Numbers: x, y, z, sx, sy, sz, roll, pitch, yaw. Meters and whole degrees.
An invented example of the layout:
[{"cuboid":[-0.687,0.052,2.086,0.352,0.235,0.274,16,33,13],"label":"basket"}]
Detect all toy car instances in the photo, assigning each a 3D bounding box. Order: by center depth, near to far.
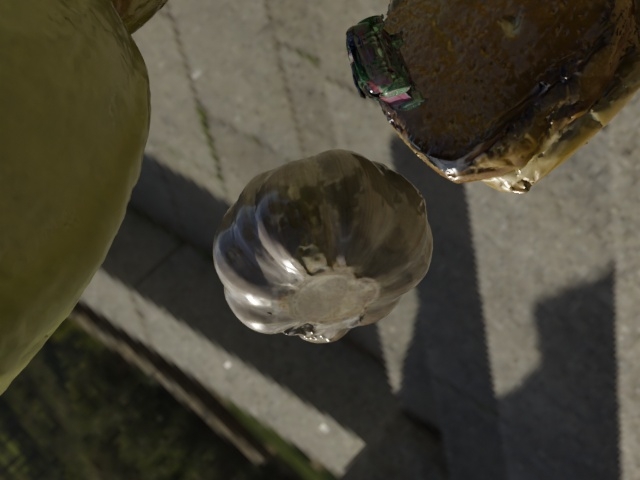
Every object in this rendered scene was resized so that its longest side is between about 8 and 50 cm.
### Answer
[{"cuboid":[0.053,-0.149,1.332,0.142,0.055,0.069,12,-124,-76],"label":"toy car"}]

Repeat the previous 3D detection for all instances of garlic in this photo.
[{"cuboid":[0.004,-0.001,1.520,0.228,0.227,0.152,88,165,-55],"label":"garlic"}]

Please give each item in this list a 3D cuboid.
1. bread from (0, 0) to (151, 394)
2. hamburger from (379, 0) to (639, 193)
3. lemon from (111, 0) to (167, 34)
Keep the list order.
[{"cuboid":[-0.234,-0.041,0.659,0.320,0.320,0.237,17,168,46],"label":"bread"},{"cuboid":[0.200,-0.202,1.579,0.174,0.304,0.284,27,-150,-36],"label":"hamburger"},{"cuboid":[-0.193,-0.249,1.017,0.267,0.267,0.267,36,153,21],"label":"lemon"}]
